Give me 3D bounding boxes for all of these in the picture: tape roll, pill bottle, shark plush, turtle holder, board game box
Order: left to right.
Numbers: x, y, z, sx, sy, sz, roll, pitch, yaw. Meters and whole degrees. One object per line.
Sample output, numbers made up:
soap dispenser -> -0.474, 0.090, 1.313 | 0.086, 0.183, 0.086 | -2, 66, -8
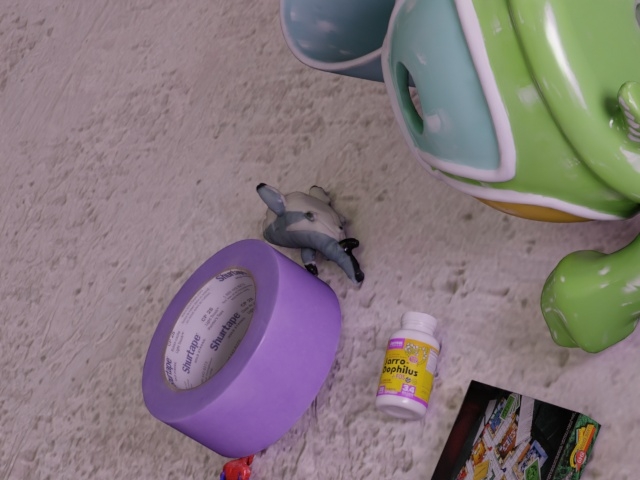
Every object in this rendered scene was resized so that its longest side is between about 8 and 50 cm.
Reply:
tape roll -> -0.074, 0.099, 1.581 | 0.189, 0.080, 0.189 | -37, 35, 31
shark plush -> 0.000, 0.000, 1.622 | 0.161, 0.073, 0.067 | 31, 114, 38
pill bottle -> 0.073, 0.102, 1.418 | 0.043, 0.043, 0.083 | -15, 55, 50
board game box -> 0.111, 0.238, 1.280 | 0.136, 0.030, 0.260 | 14, 79, 56
turtle holder -> 0.186, -0.109, 1.255 | 0.227, 0.320, 0.243 | -19, 24, 41

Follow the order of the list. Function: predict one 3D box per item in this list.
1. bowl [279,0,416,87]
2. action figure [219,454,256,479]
bowl -> 0.123, -0.254, 1.497 | 0.311, 0.163, 0.311 | -34, 43, 38
action figure -> -0.085, 0.240, 1.561 | 0.038, 0.030, 0.115 | 3, 65, 50
